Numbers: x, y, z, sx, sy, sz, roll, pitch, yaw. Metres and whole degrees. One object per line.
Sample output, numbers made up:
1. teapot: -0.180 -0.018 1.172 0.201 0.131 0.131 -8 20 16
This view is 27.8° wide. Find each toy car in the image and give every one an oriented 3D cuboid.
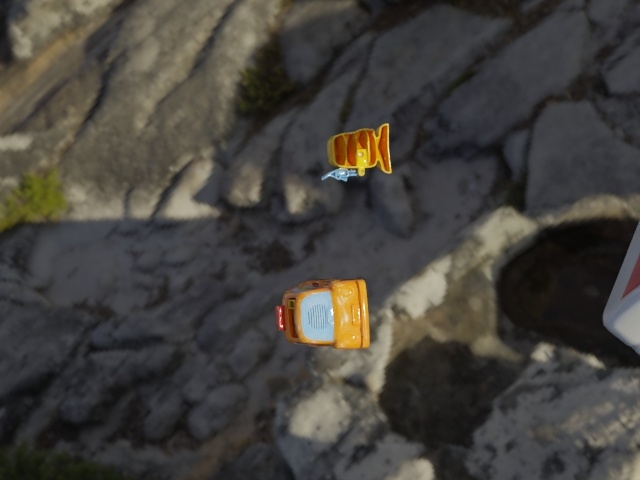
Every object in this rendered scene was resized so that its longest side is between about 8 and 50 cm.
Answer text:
1. toy car: 0.000 0.000 0.620 0.040 0.122 0.060 -5 18 -25

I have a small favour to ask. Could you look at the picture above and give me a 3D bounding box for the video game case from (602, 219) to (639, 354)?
1. video game case: 0.180 -0.112 0.357 0.204 0.025 0.285 -50 6 49
